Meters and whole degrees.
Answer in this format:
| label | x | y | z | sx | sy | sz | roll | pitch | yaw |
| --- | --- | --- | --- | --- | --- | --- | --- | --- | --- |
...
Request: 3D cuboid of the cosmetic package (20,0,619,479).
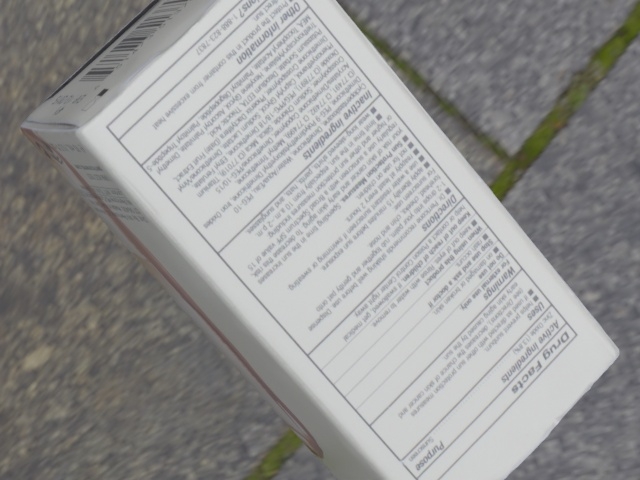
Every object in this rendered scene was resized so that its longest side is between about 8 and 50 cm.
| label | x | y | z | sx | sy | sz | roll | pitch | yaw |
| --- | --- | --- | --- | --- | --- | --- | --- | --- | --- |
| cosmetic package | 0.000 | 0.000 | 1.038 | 0.153 | 0.129 | 0.296 | -44 | 108 | -14 |
